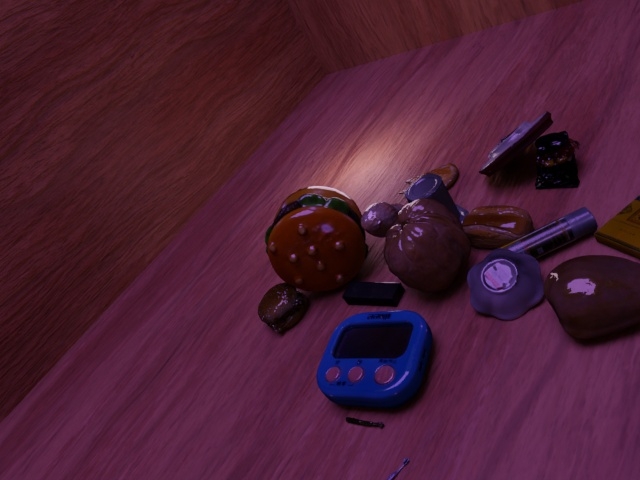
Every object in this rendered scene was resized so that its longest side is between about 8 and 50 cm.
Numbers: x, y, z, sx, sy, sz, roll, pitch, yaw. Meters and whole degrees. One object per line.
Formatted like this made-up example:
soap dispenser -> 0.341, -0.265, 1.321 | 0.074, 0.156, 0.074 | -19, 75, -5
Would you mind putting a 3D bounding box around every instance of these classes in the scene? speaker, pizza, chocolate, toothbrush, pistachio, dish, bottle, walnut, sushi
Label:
speaker -> 0.187, 0.188, 1.854 | 0.218, 0.044, 0.082 | -4, 42, 41
pizza -> 0.454, -0.238, 2.200 | 0.262, 0.034, 0.181 | -17, 34, 27
chocolate -> 0.254, -0.080, 1.966 | 0.134, 0.134, 0.309 | -10, -1, 36
toothbrush -> 0.177, 0.599, 1.315 | 0.131, 0.013, 0.011 | -45, 26, -11
pistachio -> 0.708, 0.128, 1.313 | 0.261, 0.163, 0.212 | -20, 66, 20
dish -> 0.525, 0.113, 1.516 | 0.230, 0.081, 0.229 | -15, 59, 27
bottle -> 0.688, -0.004, 1.592 | 0.286, 0.082, 0.082 | -28, 31, 12
walnut -> 0.345, 0.023, 1.709 | 0.285, 0.285, 0.296 | -8, 47, 38
sushi -> 0.815, -0.292, 1.806 | 0.153, 0.150, 0.172 | 2, 46, 46

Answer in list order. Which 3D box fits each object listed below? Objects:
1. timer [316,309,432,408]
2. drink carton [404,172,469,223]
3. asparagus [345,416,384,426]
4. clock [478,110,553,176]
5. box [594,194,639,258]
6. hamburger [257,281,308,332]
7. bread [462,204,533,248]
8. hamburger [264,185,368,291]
timer -> 0.165, 0.354, 1.571 | 0.340, 0.115, 0.309 | -10, 39, 36
drink carton -> 0.413, -0.127, 1.942 | 0.185, 0.189, 0.191 | -40, 30, 2
asparagus -> 0.125, 0.515, 1.480 | 0.127, 0.015, 0.018 | -6, 42, 40
clock -> 0.712, -0.360, 1.931 | 0.318, 0.080, 0.318 | -41, -5, -4
box -> 0.940, -0.067, 1.479 | 0.279, 0.041, 0.153 | -38, 32, -6
hamburger -> -0.158, 0.246, 2.035 | 0.189, 0.122, 0.215 | -41, 28, -4
bread -> 0.581, -0.047, 1.737 | 0.236, 0.106, 0.140 | 3, 49, 48
hamburger -> 0.000, 0.000, 1.981 | 0.396, 0.395, 0.277 | -25, 27, 17
